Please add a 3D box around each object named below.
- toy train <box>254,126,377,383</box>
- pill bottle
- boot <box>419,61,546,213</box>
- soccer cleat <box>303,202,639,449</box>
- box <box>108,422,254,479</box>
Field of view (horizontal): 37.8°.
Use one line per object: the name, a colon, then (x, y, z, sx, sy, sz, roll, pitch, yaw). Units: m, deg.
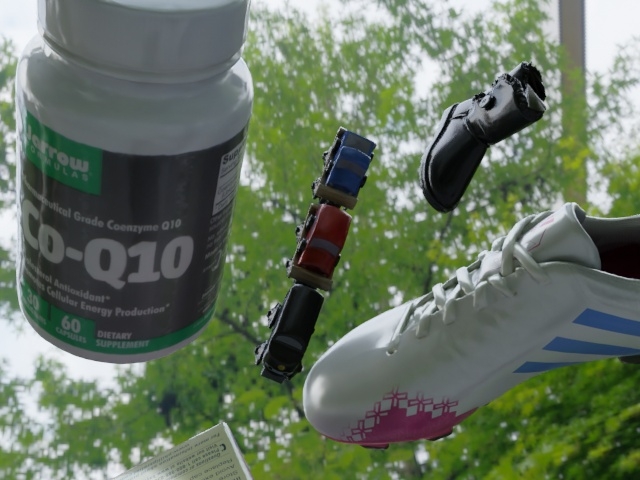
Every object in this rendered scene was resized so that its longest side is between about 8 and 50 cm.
toy train: (0.000, 0.000, 0.494, 0.027, 0.158, 0.036, 22, -31, -6)
pill bottle: (-0.172, -0.080, 0.851, 0.204, 0.204, 0.361, 3, -52, -13)
boot: (0.282, -0.181, 1.610, 0.094, 0.247, 0.207, 35, -35, -20)
soccer cleat: (0.133, 0.043, 0.671, 0.331, 0.116, 0.143, -18, -49, 4)
box: (-0.048, 0.280, 0.613, 0.117, 0.243, 0.214, -25, -67, -9)
